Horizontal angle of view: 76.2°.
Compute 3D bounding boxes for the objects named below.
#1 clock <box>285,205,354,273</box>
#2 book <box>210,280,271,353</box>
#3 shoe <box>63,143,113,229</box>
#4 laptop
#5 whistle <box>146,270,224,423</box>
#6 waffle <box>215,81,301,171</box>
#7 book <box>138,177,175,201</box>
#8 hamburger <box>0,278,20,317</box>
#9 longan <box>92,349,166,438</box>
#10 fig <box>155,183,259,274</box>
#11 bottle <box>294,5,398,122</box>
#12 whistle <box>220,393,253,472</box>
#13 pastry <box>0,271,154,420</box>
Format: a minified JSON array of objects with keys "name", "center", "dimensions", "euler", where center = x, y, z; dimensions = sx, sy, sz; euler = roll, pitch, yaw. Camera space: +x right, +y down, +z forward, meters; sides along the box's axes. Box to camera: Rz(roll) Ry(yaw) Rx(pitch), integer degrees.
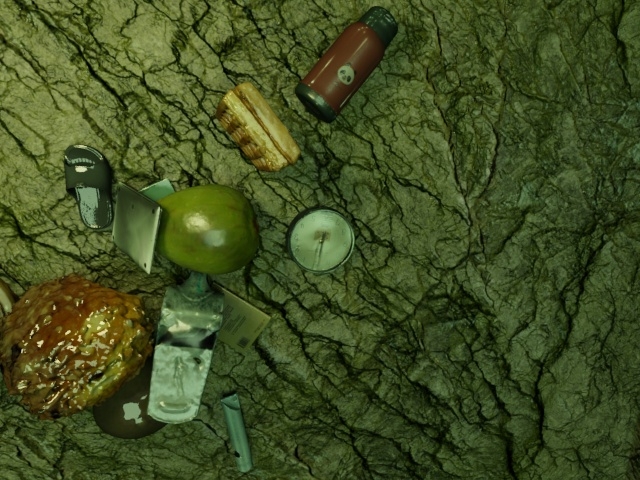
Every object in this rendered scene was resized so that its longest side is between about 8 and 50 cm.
[{"name":"clock","center":[0.000,0.000,1.330],"dimensions":[0.226,0.049,0.225],"euler":[-3,105,-12]},{"name":"book","center":[-0.301,0.256,1.345],"dimensions":[0.231,0.026,0.161],"euler":[37,95,-19]},{"name":"shoe","center":[-0.637,-0.141,1.123],"dimensions":[0.108,0.093,0.240],"euler":[-6,108,-10]},{"name":"laptop","center":[-0.506,-0.041,1.107],"dimensions":[0.015,0.269,0.187],"euler":[0,109,-47]},{"name":"whistle","center":[-0.379,0.290,1.160],"dimensions":[0.168,0.404,0.188],"euler":[10,137,-15]},{"name":"waffle","center":[-0.170,-0.283,1.064],"dimensions":[0.098,0.328,0.224],"euler":[-41,109,-4]},{"name":"book","center":[-0.489,-0.111,1.203],"dimensions":[0.135,0.017,0.103],"euler":[-26,108,-7]},{"name":"hamburger","center":[-0.991,0.240,1.102],"dimensions":[0.261,0.186,0.302],"euler":[-1,108,-12]},{"name":"longan","center":[-0.535,0.460,1.228],"dimensions":[0.258,0.258,0.257],"euler":[-3,106,-12]},{"name":"fig","center":[-0.336,-0.030,1.142],"dimensions":[0.327,0.258,0.257],"euler":[3,105,-3]},{"name":"bottle","center":[0.085,-0.503,1.158],"dimensions":[0.144,0.144,0.336],"euler":[41,93,-20]},{"name":"whistle","center":[-0.295,0.681,1.448],"dimensions":[0.062,0.062,0.311],"euler":[-11,107,-10]},{"name":"pastry","center":[-0.655,0.278,1.073],"dimensions":[0.406,0.337,0.292],"euler":[15,138,16]}]
